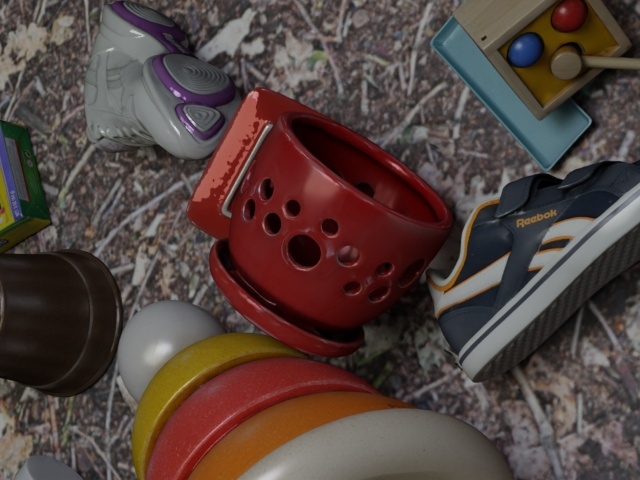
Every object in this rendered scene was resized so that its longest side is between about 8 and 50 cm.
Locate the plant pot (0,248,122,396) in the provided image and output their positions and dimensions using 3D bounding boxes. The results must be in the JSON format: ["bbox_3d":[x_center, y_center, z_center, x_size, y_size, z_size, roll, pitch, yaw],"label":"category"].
[{"bbox_3d":[-0.328,0.082,1.995,0.167,0.165,0.167,-5,81,33],"label":"plant pot"}]

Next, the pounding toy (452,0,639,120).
[{"bbox_3d":[0.222,-0.181,1.674,0.130,0.141,0.100,-39,41,7],"label":"pounding toy"}]

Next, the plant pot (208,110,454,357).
[{"bbox_3d":[0.000,0.000,1.711,0.191,0.191,0.174,44,108,31],"label":"plant pot"}]

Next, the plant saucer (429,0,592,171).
[{"bbox_3d":[0.182,-0.151,1.765,0.067,0.018,0.192,-49,60,19],"label":"plant saucer"}]

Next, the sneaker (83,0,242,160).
[{"bbox_3d":[-0.172,-0.135,1.930,0.152,0.114,0.305,-64,29,17],"label":"sneaker"}]

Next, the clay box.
[{"bbox_3d":[-0.419,-0.033,2.141,0.222,0.053,0.127,-29,67,27],"label":"clay box"}]

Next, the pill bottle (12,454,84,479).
[{"bbox_3d":[-0.329,0.328,1.991,0.112,0.112,0.187,45,108,31],"label":"pill bottle"}]

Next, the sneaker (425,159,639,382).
[{"bbox_3d":[0.217,-0.013,1.654,0.321,0.126,0.127,-42,68,25],"label":"sneaker"}]

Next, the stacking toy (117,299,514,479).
[{"bbox_3d":[-0.061,0.205,1.765,0.351,0.350,0.480,-59,38,13],"label":"stacking toy"}]

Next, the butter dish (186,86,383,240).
[{"bbox_3d":[-0.034,-0.065,1.848,0.160,0.118,0.160,27,104,-11],"label":"butter dish"}]
